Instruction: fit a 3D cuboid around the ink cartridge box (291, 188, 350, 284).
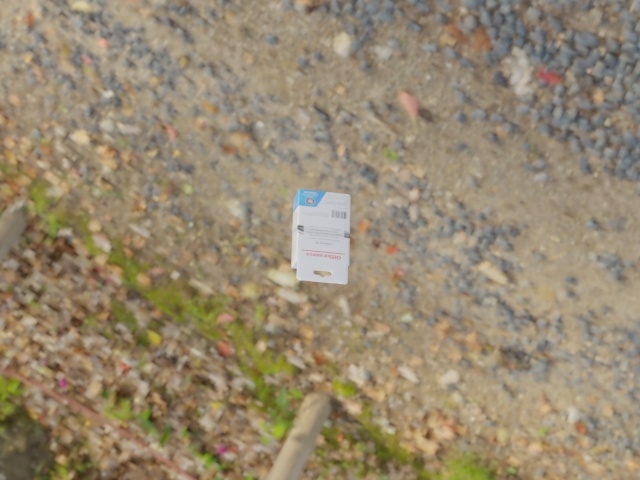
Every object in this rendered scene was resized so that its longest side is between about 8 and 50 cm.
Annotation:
[{"bbox_3d":[0.000,0.000,0.943,0.048,0.083,0.028,6,162,-11],"label":"ink cartridge box"}]
